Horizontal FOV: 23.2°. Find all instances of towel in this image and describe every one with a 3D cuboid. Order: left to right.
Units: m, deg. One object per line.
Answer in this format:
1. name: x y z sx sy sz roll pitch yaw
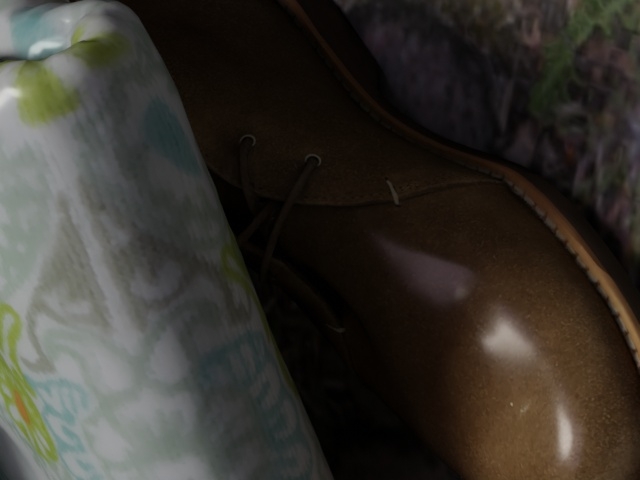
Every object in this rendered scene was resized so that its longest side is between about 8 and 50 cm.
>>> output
1. towel: -0.128 0.038 0.629 0.374 0.090 0.320 22 142 49

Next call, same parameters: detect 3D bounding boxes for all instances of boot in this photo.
1. boot: 0.000 0.000 0.557 0.305 0.115 0.112 47 125 37
